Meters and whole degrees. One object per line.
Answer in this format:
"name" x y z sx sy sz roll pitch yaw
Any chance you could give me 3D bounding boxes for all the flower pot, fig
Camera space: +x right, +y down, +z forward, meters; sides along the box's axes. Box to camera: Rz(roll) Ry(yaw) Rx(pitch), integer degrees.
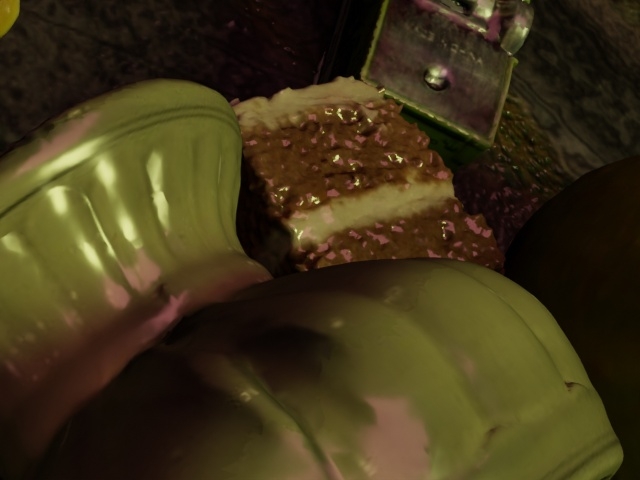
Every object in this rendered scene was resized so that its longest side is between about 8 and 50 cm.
"flower pot" -0.054 0.091 0.666 0.307 0.307 0.244 -27 70 -39
"fig" 0.228 0.063 0.835 0.258 0.326 0.258 2 81 -14

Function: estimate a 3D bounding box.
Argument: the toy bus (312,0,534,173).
"toy bus" 0.071 -0.174 1.014 0.113 0.139 0.301 25 55 -14

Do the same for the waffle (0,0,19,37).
"waffle" -0.307 -0.119 0.712 0.324 0.151 0.261 19 20 -22

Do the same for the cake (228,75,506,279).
"cake" 0.000 0.000 0.869 0.134 0.135 0.147 -12 63 -34
